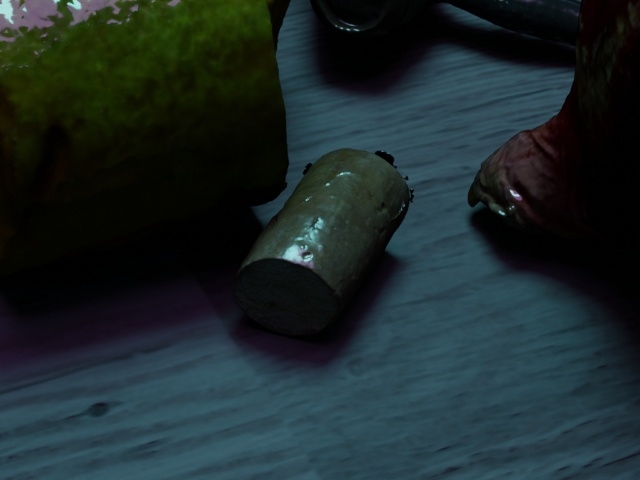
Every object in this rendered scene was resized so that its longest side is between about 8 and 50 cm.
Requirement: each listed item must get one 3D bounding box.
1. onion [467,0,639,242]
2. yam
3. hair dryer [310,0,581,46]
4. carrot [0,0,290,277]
[{"bbox_3d":[0.275,-0.087,1.120,0.420,0.398,0.398,-20,35,20],"label":"onion"},{"bbox_3d":[0.003,0.001,1.158,0.084,0.084,0.127,16,44,14],"label":"yam"},{"bbox_3d":[0.169,-0.200,1.428,0.359,0.120,0.303,23,28,6],"label":"hair dryer"},{"bbox_3d":[-0.122,-0.120,1.170,0.341,0.241,0.241,-20,45,-19],"label":"carrot"}]
